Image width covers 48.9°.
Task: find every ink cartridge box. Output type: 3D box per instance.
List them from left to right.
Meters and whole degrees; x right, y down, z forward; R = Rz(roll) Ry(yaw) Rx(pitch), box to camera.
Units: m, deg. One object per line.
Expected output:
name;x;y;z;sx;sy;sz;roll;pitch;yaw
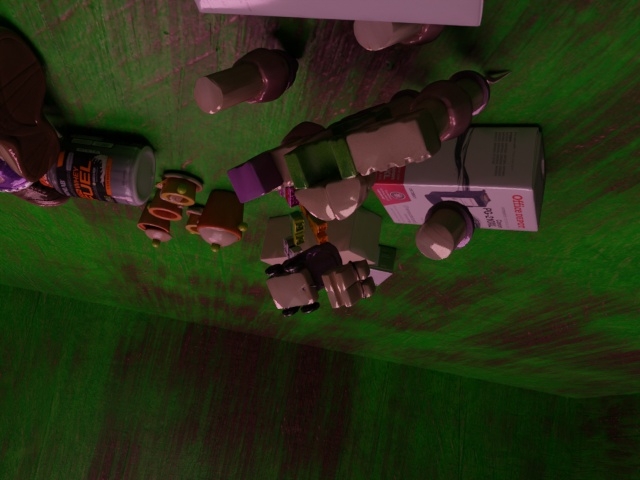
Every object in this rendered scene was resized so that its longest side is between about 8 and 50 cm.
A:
ink cartridge box;0.104;0.063;1.714;0.108;0.062;0.209;12;163;-6
ink cartridge box;0.214;-0.092;1.071;0.237;0.100;0.172;4;163;21

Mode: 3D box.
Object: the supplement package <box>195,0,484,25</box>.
supplement package;0.014;-0.267;0.552;0.243;0.139;0.134;7;162;12

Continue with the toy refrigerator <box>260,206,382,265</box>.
toy refrigerator;0.000;0.000;1.503;0.269;0.102;0.094;-8;155;45

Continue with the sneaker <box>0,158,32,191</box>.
sneaker;-0.675;-0.159;1.383;0.236;0.095;0.104;9;169;5

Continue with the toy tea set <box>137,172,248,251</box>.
toy tea set;-0.293;-0.032;1.532;0.199;0.124;0.336;17;162;-22

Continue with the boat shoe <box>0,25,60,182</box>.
boat shoe;-0.496;-0.209;1.080;0.110;0.122;0.341;32;152;6

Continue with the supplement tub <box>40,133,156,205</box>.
supplement tub;-0.409;-0.132;1.289;0.190;0.117;0.117;8;163;7

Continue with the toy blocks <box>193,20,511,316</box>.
toy blocks;0.063;-0.116;0.844;0.288;0.309;0.260;-11;-164;35

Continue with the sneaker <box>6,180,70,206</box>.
sneaker;-0.647;-0.124;1.546;0.188;0.066;0.071;14;162;-15

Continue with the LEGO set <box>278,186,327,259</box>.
LEGO set;-0.036;-0.058;1.362;0.087;0.093;0.227;-20;140;-18
